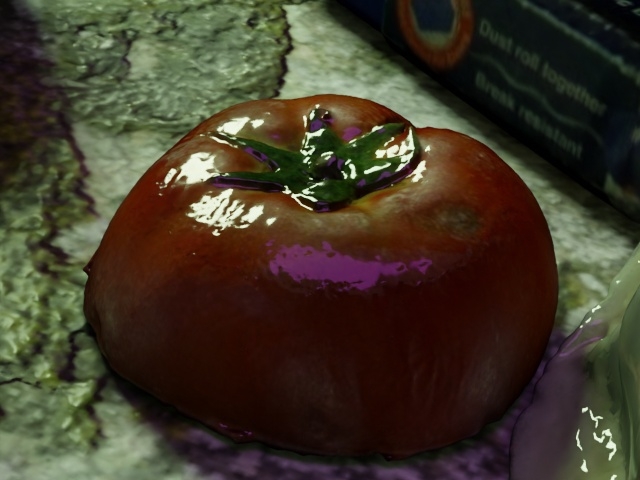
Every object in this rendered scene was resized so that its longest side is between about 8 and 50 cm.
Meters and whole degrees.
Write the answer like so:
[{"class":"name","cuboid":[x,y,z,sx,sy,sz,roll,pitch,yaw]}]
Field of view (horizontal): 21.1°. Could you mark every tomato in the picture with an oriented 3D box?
[{"class":"tomato","cuboid":[0.001,-0.001,0.779,0.225,0.085,0.225,4,37,-3]}]

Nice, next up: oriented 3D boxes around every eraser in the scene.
[{"class":"eraser","cuboid":[0.135,-0.135,0.980,0.155,0.101,0.332,-18,44,-34]}]

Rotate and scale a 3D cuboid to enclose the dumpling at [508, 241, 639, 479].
[{"class":"dumpling","cuboid":[0.179,0.062,0.680,0.227,0.175,0.243,-13,12,20]}]
